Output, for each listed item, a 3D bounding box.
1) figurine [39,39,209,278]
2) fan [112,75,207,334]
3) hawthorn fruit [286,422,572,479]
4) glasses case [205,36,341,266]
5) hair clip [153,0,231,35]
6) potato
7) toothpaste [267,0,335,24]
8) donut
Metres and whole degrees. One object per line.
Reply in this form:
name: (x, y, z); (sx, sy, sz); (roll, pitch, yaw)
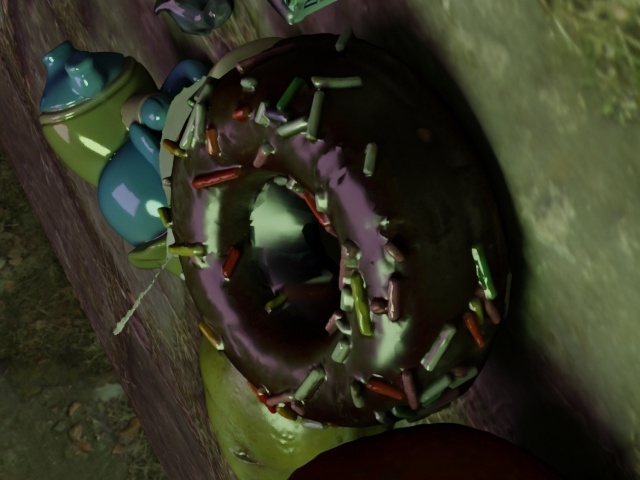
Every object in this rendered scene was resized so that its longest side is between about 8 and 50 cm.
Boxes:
figurine: (-0.159, -0.078, 1.296); (0.180, 0.154, 0.262); (-23, 106, 46)
fan: (-0.108, -0.011, 1.199); (0.182, 0.010, 0.310); (54, 128, 17)
hawthorn fruit: (0.056, 0.249, 0.840); (0.275, 0.300, 0.275); (10, 105, 41)
glasses case: (-0.017, -0.051, 1.014); (0.196, 0.083, 0.050); (67, 165, 2)
hair clip: (-0.123, -0.258, 1.119); (0.124, 0.052, 0.195); (34, 140, 51)
potato: (-0.025, 0.134, 1.204); (0.154, 0.137, 0.200); (38, 147, 56)
toothpaste: (0.014, -0.226, 0.666); (0.071, 0.089, 0.313); (52, 160, 18)
donut: (0.000, 0.000, 0.878); (0.270, 0.103, 0.269); (22, 121, 41)
